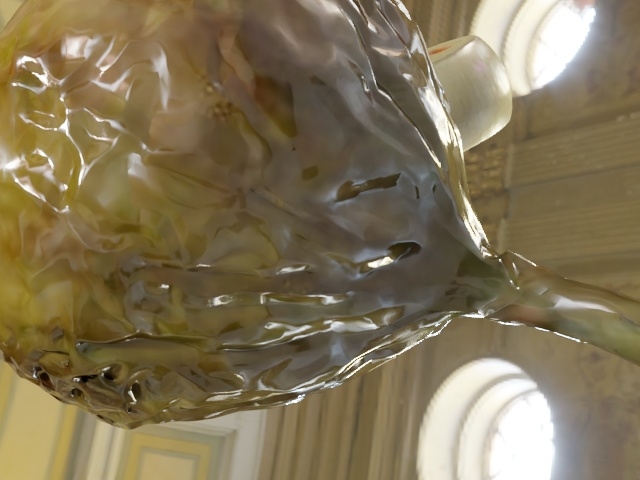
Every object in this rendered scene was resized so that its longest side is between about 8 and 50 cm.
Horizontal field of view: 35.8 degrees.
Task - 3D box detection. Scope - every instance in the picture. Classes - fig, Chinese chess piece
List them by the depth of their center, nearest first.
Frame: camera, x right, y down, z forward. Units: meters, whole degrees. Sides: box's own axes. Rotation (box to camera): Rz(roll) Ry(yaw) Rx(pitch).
[{"bbox_3d":[0.000,0.000,0.502,0.286,0.369,0.286,-42,-32,-35],"label":"fig"},{"bbox_3d":[0.081,-0.137,1.111,0.273,0.273,0.102,-31,-76,-35],"label":"Chinese chess piece"}]
